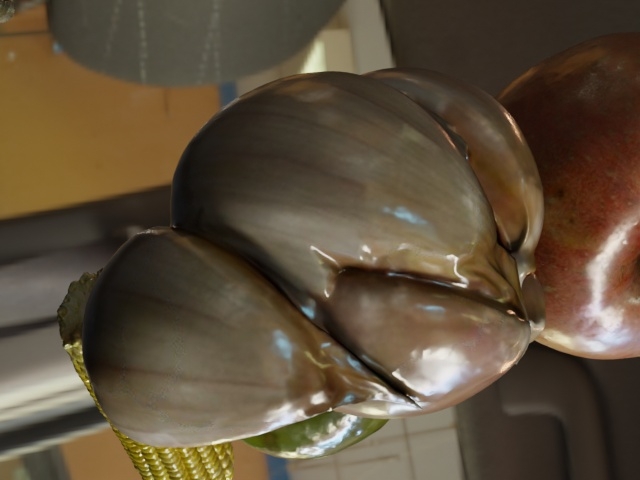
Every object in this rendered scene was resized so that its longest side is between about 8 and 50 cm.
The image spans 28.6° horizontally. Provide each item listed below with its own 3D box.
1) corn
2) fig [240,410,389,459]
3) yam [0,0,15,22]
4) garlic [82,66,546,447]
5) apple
[{"bbox_3d":[-0.102,0.092,0.747,0.085,0.063,0.165,-85,159,-44],"label":"corn"},{"bbox_3d":[0.000,0.094,1.148,0.225,0.203,0.203,-4,87,-74],"label":"fig"},{"bbox_3d":[-0.248,-0.173,0.913,0.234,0.029,0.027,-131,-160,-81],"label":"yam"},{"bbox_3d":[0.000,0.000,0.572,0.191,0.214,0.160,-3,-88,47],"label":"garlic"},{"bbox_3d":[0.221,-0.040,0.959,0.253,0.254,0.253,173,-90,-75],"label":"apple"}]
